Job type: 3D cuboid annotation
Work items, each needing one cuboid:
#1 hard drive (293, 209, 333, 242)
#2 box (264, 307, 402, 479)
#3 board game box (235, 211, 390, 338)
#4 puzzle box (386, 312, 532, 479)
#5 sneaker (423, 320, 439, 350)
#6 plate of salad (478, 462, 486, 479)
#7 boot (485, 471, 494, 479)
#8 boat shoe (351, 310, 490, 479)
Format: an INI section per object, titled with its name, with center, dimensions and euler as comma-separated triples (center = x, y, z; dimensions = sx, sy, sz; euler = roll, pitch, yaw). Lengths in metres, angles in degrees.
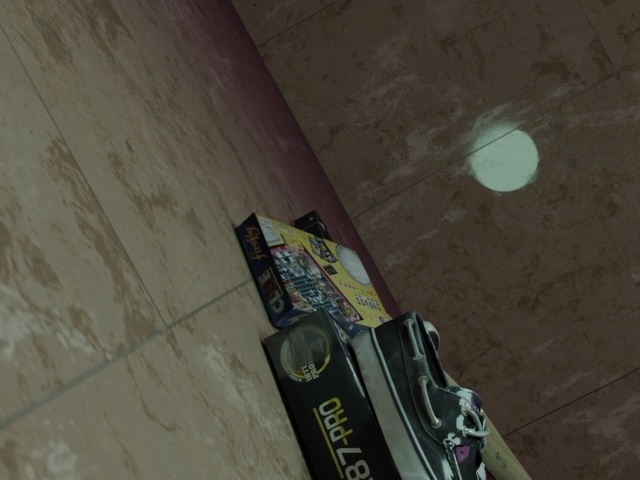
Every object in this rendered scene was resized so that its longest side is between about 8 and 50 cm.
[hard drive]
center = 0.039, 0.108, 1.480
dimensions = 0.237, 0.064, 0.339
euler = 58, 7, -27
[box]
center = 0.090, 0.294, 0.956
dimensions = 0.395, 0.097, 0.318
euler = 51, 14, -58
[board game box]
center = -0.002, 0.062, 1.099
dimensions = 0.243, 0.042, 0.165
euler = 21, 36, -49
[puzzle box]
center = 0.219, 0.285, 1.303
dimensions = 0.272, 0.052, 0.409
euler = 44, -5, 40
[sneaker]
center = 0.150, 0.221, 1.520
dimensions = 0.123, 0.106, 0.290
euler = 54, -25, 26
[plate of salad]
center = 0.152, 0.248, 0.994
dimensions = 0.200, 0.048, 0.200
euler = 53, -1, 1
[boot]
center = 0.204, 0.411, 1.446
dimensions = 0.264, 0.096, 0.280
euler = 48, 16, 32
[boat shoe]
center = 0.127, 0.197, 0.800
dimensions = 0.108, 0.102, 0.301
euler = 53, 10, -41
